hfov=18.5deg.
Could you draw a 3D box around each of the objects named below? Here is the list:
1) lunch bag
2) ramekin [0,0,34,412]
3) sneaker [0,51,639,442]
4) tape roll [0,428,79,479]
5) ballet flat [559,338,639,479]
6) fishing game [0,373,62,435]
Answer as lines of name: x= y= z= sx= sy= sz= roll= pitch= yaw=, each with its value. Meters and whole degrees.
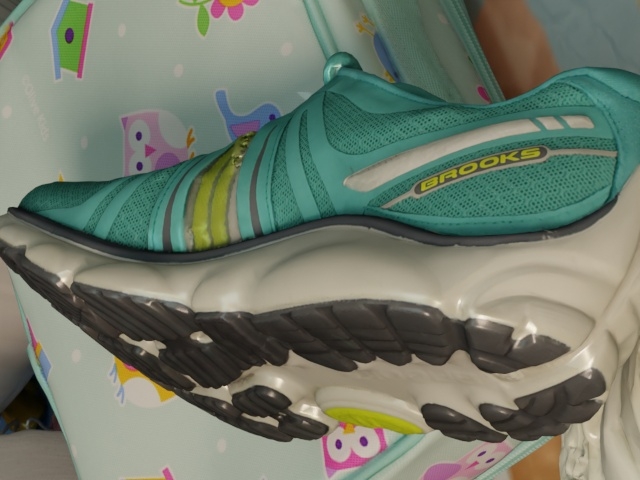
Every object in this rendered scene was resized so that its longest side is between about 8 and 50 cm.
lunch bag: x=-0.016 y=-0.007 z=0.763 sx=0.224 sy=0.108 sz=0.279 roll=-39 pitch=63 yaw=35
ramekin: x=-0.218 y=-0.017 z=0.948 sx=0.273 sy=0.127 sz=0.273 roll=-22 pitch=60 yaw=43
sneaker: x=0.000 y=0.000 z=0.626 sx=0.275 sy=0.107 sz=0.110 roll=0 pitch=57 yaw=46
tape roll: x=-0.098 y=0.183 z=0.771 sx=0.072 sy=0.219 sz=0.219 roll=-49 pitch=54 yaw=36
ballet flat: x=0.170 y=0.008 z=0.531 sx=0.409 sy=0.147 sz=0.147 roll=-43 pitch=58 yaw=41
fishing game: x=-0.151 y=0.070 z=0.971 sx=0.264 sy=0.041 sz=0.189 roll=-48 pitch=55 yaw=35
